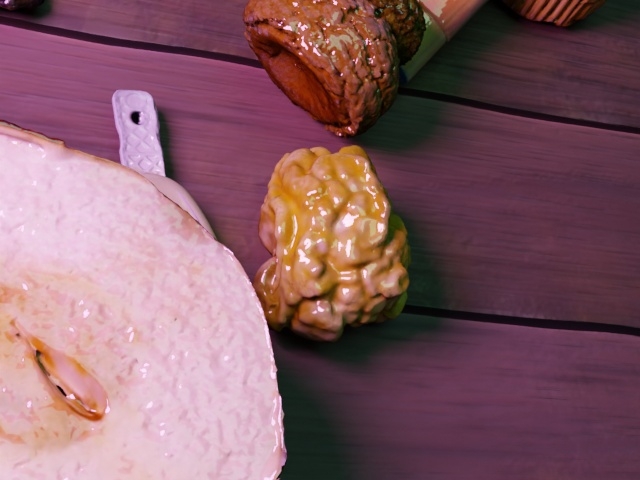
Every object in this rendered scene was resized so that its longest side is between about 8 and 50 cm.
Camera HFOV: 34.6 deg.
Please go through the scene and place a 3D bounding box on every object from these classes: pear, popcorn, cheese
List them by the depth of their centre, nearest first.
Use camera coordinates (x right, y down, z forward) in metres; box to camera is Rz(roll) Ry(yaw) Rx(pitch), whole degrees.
[{"bbox_3d":[-0.224,0.114,0.792,0.340,0.191,0.386,-35,82,-28],"label":"pear"},{"bbox_3d":[-0.164,-0.045,0.992,0.127,0.050,0.235,-1,64,-22],"label":"cheese"},{"bbox_3d":[0.018,0.004,0.993,0.163,0.140,0.194,15,59,-9],"label":"popcorn"}]

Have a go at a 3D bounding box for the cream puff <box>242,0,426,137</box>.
[{"bbox_3d":[0.031,-0.224,1.081,0.183,0.183,0.169,45,79,5],"label":"cream puff"}]

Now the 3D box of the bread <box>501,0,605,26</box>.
[{"bbox_3d":[0.296,-0.373,1.343,0.199,0.104,0.199,8,60,-14],"label":"bread"}]

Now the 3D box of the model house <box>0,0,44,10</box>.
[{"bbox_3d":[-0.345,-0.288,1.016,0.165,0.106,0.152,26,56,-12],"label":"model house"}]

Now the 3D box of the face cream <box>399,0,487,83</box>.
[{"bbox_3d":[0.140,-0.320,1.216,0.139,0.067,0.285,39,76,14],"label":"face cream"}]
